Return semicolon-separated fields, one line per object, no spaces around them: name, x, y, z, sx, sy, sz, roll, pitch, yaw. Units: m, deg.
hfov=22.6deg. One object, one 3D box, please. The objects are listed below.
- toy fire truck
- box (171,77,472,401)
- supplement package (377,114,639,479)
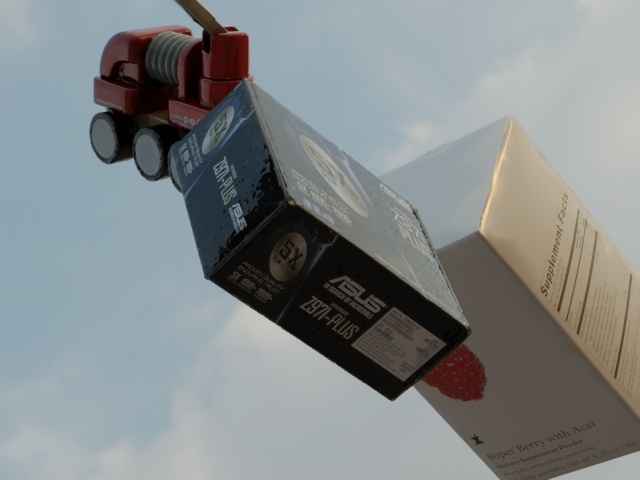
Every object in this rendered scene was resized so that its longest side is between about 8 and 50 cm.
toy fire truck;-0.153;-0.186;1.640;0.158;0.217;0.246;-14;-65;-39
box;0.000;0.000;1.067;0.077;0.147;0.180;-43;-56;17
supplement package;0.178;0.064;1.509;0.177;0.175;0.293;-25;-61;35
